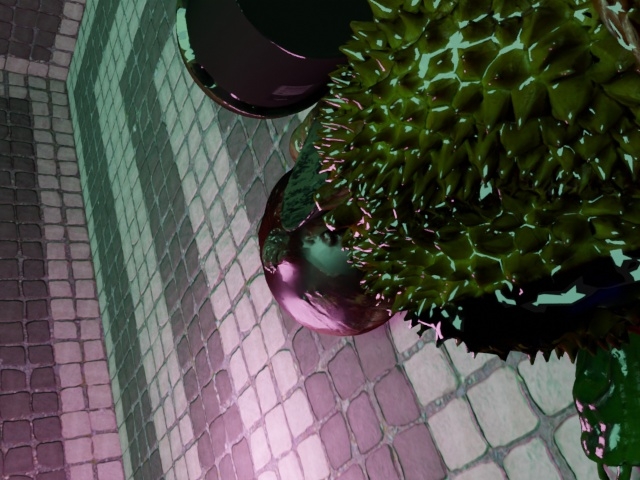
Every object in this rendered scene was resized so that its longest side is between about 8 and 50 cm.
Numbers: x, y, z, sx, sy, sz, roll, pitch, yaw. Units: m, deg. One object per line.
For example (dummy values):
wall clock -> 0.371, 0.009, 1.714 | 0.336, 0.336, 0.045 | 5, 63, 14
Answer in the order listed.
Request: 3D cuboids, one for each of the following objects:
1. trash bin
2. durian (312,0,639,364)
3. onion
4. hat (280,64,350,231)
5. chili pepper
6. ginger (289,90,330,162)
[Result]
trash bin -> -0.052, -0.254, 0.665 | 0.334, 0.214, 0.214 | -172, 85, -75
durian -> 0.178, -0.085, 0.450 | 0.347, 0.384, 0.348 | -16, -90, -84
onion -> 0.000, 0.000, 0.831 | 0.271, 0.195, 0.272 | -1, 88, 38
hat -> 0.061, -0.108, 0.696 | 0.266, 0.128, 0.266 | -57, 14, 24
chili pepper -> 0.270, 0.104, 0.559 | 0.100, 0.074, 0.257 | -24, 64, 55
ginger -> 0.010, -0.173, 0.916 | 0.080, 0.104, 0.204 | 70, 158, 5
